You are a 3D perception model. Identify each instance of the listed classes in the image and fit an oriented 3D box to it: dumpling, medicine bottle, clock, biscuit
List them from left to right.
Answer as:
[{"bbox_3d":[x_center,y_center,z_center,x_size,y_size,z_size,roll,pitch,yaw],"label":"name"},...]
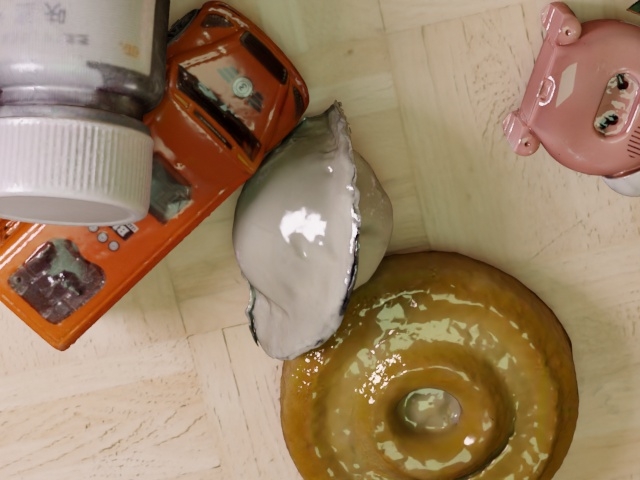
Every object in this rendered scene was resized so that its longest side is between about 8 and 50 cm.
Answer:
[{"bbox_3d":[-0.209,-0.157,1.632,0.165,0.165,0.273,5,80,-4],"label":"medicine bottle"},{"bbox_3d":[0.000,0.000,1.792,0.142,0.172,0.247,8,107,-22],"label":"dumpling"},{"bbox_3d":[0.106,0.155,1.887,0.296,0.102,0.296,-1,111,-3],"label":"biscuit"},{"bbox_3d":[0.268,-0.127,1.801,0.162,0.093,0.166,15,107,-10],"label":"clock"}]

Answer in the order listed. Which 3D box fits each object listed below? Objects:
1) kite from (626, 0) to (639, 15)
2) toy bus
[{"bbox_3d":[0.430,-0.217,1.793,0.321,0.016,0.234,19,90,-25],"label":"kite"},{"bbox_3d":[-0.160,-0.059,1.773,0.329,0.153,0.143,-42,107,9],"label":"toy bus"}]
